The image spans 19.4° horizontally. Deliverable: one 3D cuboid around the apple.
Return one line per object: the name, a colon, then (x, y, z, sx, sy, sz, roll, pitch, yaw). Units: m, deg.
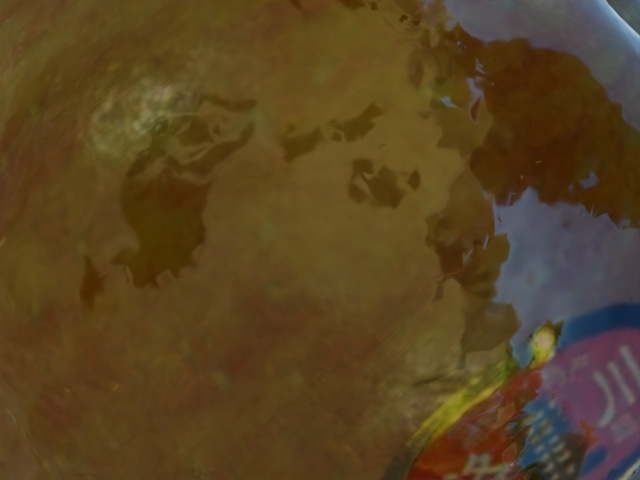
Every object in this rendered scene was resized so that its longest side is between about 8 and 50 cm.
apple: (0.000, 0.000, 0.799, 0.333, 0.400, 0.400, -39, -128, 14)
